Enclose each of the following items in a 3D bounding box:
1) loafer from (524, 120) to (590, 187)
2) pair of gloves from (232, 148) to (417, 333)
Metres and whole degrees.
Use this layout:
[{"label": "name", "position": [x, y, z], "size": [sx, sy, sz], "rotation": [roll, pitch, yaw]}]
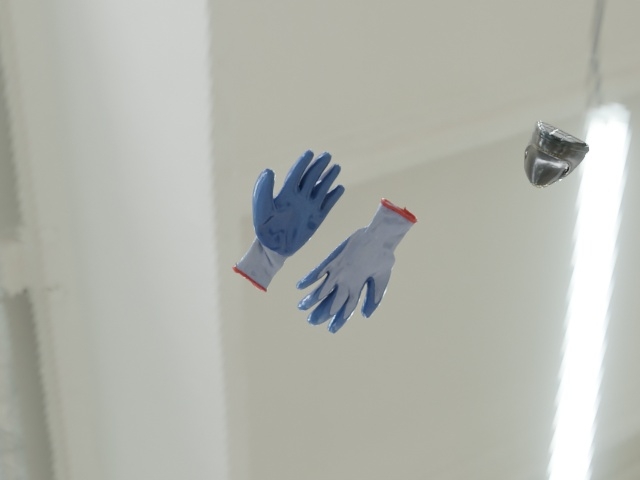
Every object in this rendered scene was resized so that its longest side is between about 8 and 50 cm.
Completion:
[{"label": "loafer", "position": [0.236, -0.082, 1.788], "size": [0.061, 0.062, 0.170], "rotation": [-62, -11, 4]}, {"label": "pair of gloves", "position": [0.000, 0.000, 1.803], "size": [0.198, 0.023, 0.159], "rotation": [33, -88, -28]}]
